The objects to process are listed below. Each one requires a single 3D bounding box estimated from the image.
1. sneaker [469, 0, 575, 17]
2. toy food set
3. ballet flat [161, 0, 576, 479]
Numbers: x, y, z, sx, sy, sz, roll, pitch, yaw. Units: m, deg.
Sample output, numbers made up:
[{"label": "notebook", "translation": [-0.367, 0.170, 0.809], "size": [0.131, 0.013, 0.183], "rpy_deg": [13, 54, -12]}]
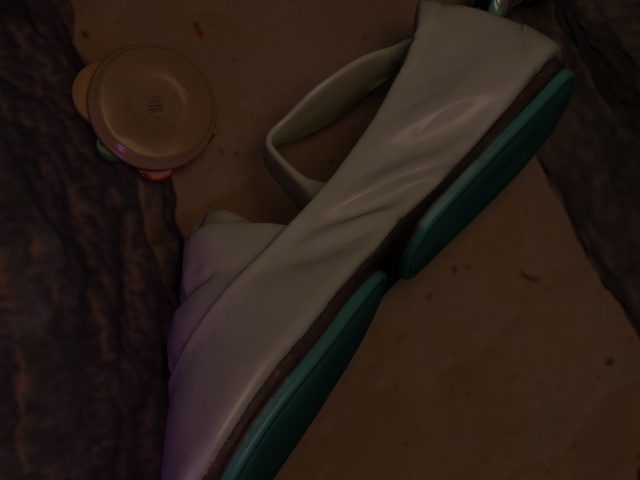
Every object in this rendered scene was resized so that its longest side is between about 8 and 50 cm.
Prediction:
[{"label": "sneaker", "translation": [0.136, -0.164, 1.236], "size": [0.069, 0.038, 0.098], "rpy_deg": [27, 51, -17]}, {"label": "toy food set", "translation": [-0.102, -0.078, 1.139], "size": [0.083, 0.020, 0.082], "rpy_deg": [-28, 86, -25]}, {"label": "ballet flat", "translation": [0.000, 0.000, 1.111], "size": [0.139, 0.139, 0.400], "rpy_deg": [43, 61, -5]}]
